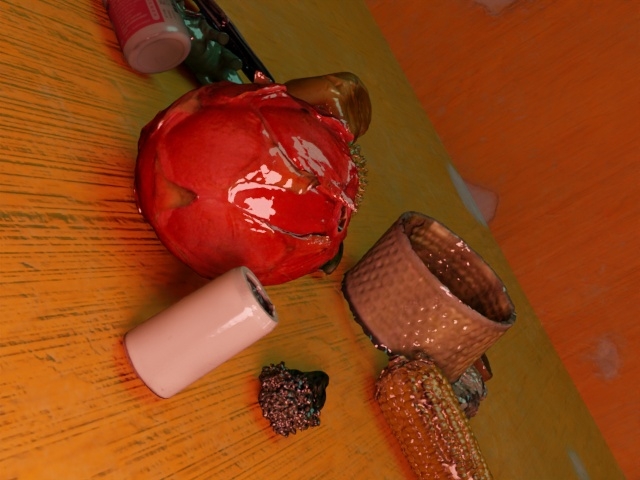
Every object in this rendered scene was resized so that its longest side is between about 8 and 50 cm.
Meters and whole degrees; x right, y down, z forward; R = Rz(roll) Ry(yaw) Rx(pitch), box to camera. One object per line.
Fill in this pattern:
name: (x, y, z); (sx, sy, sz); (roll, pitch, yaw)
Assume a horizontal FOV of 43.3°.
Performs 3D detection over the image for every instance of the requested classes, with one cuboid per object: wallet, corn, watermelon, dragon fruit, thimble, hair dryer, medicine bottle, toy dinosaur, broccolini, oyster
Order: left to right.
medicine bottle: (-0.247, -0.332, 1.076); (0.090, 0.090, 0.217); (19, 43, -63)
toy dinosaur: (-0.156, -0.257, 1.199); (0.292, 0.079, 0.120); (50, -1, -21)
wallet: (-0.158, -0.349, 1.324); (0.167, 0.036, 0.222); (48, 8, -48)
hair dryer: (-0.097, 0.086, 0.822); (0.073, 0.131, 0.236); (59, 5, 6)
dragon fruit: (-0.081, -0.062, 0.881); (0.252, 0.241, 0.241); (42, 19, 3)
broccolini: (-0.016, 0.169, 0.963); (0.091, 0.068, 0.202); (42, 16, 8)
watermelon: (0.000, 0.000, 1.256); (0.105, 0.062, 0.105); (51, 12, -15)
thimble: (0.182, 0.092, 1.340); (0.270, 0.150, 0.271); (33, 24, -17)
corn: (0.182, 0.310, 1.180); (0.318, 0.115, 0.115); (64, 19, 9)
oyster: (0.228, 0.263, 1.389); (0.177, 0.064, 0.125); (-29, 91, -44)

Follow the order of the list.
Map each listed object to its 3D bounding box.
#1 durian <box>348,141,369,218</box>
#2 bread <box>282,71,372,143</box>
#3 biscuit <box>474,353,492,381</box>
durian: (-0.030, -0.092, 1.176); (0.146, 0.198, 0.159); (-99, -165, -50)
bread: (-0.010, -0.220, 1.410); (0.294, 0.166, 0.132); (-46, 129, -72)
biscuit: (0.283, 0.166, 1.758); (0.320, 0.047, 0.183); (56, 21, -10)
